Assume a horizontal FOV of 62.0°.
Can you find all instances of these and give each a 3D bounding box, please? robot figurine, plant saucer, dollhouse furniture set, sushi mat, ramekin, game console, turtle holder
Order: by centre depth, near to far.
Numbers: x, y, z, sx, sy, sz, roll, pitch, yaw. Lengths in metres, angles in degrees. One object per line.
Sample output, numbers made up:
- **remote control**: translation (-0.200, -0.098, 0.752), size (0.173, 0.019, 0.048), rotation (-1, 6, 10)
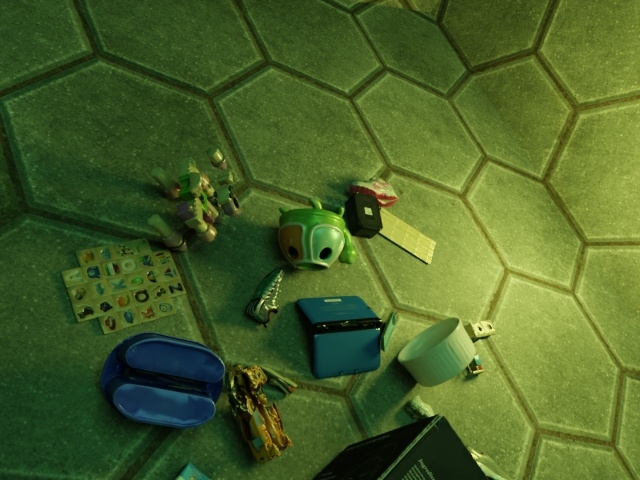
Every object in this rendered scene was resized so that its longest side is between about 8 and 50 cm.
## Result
- **robot figurine**: translation (-0.188, 0.501, 1.588), size (0.290, 0.085, 0.211), rotation (67, 12, 11)
- **game console**: translation (0.064, 0.342, 1.944), size (0.293, 0.173, 0.250), rotation (1, 29, -33)
- **ramekin**: translation (0.436, 0.417, 1.971), size (0.277, 0.277, 0.135), rotation (-35, 91, -42)
- **turtle holder**: translation (-0.020, 0.000, 2.013), size (0.320, 0.244, 0.227), rotation (39, 49, -62)
- **plant saucer**: translation (0.256, 0.343, 2.015), size (0.018, 0.067, 0.192), rotation (2, 23, 19)
- **dollhouse furniture set**: translation (0.651, 0.440, 2.180), size (0.129, 0.129, 0.183), rotation (-2, 60, -33)
- **sushi mat**: translation (0.380, -0.024, 2.396), size (0.317, 0.019, 0.151), rotation (32, 49, -11)

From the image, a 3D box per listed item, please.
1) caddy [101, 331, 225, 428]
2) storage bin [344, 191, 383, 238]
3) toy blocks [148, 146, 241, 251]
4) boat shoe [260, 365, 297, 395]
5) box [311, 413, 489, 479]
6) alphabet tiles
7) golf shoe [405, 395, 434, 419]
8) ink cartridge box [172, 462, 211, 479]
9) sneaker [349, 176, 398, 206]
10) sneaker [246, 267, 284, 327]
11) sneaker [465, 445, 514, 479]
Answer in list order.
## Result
- **caddy**: translation (-0.433, 0.392, 1.497), size (0.342, 0.179, 0.241), rotation (18, 74, -22)
- **storage bin**: translation (0.185, -0.109, 2.285), size (0.122, 0.084, 0.180), rotation (10, 55, -27)
- **toy blocks**: translation (-0.387, -0.118, 1.822), size (0.260, 0.309, 0.288), rotation (57, 18, -50)
- **boat shoe**: translation (-0.143, 0.454, 1.725), size (0.137, 0.049, 0.043), rotation (33, 88, -10)
- **box**: translation (0.130, 0.752, 1.401), size (0.472, 0.480, 0.297), rotation (-30, 80, -41)
- **alphabet tiles**: translation (-0.609, 0.134, 1.668), size (0.343, 0.011, 0.285), rotation (-14, 69, -38)
- **golf shoe**: translation (0.396, 0.636, 1.932), size (0.176, 0.069, 0.086), rotation (46, 41, 1)
- **ink cartridge box**: translation (-0.360, 0.708, 1.389), size (0.140, 0.082, 0.190), rotation (41, 48, -1)
- **sneaker**: translation (0.229, -0.229, 2.393), size (0.252, 0.103, 0.111), rotation (11, 50, -34)
- **sneaker**: translation (-0.175, 0.199, 1.871), size (0.098, 0.083, 0.223), rotation (50, 49, -22)
- **sneaker**: translation (0.619, 0.835, 1.917), size (0.272, 0.100, 0.108), rotation (34, 42, -8)
